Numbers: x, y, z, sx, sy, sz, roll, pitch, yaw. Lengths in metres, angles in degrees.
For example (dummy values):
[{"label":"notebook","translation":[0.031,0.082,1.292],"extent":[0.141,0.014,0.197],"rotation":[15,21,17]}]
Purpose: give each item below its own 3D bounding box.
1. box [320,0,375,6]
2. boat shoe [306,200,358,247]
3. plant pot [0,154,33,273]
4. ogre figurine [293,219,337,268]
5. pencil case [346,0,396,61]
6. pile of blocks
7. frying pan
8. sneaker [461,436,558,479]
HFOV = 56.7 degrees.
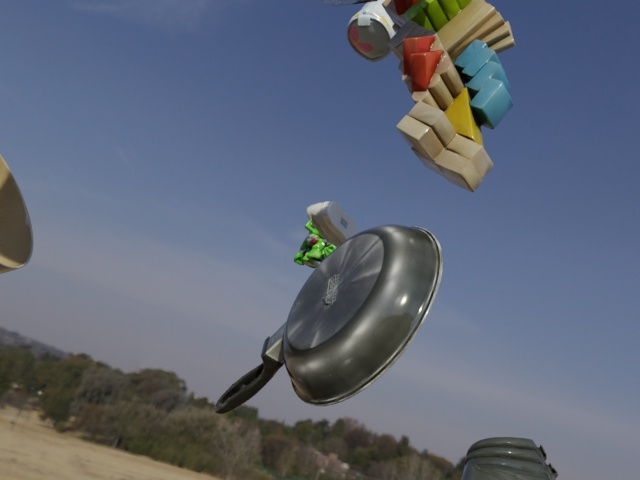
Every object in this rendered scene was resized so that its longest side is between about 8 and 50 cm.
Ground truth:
[{"label":"box","translation":[0.018,-0.466,1.081],"extent":[0.114,0.036,0.207],"rotation":[10,14,-22]},{"label":"boat shoe","translation":[0.026,-0.022,1.202],"extent":[0.063,0.066,0.184],"rotation":[4,-17,26]},{"label":"plant pot","translation":[-0.637,-0.052,0.967],"extent":[0.191,0.284,0.284],"rotation":[-21,-23,-4]},{"label":"ogre figurine","translation":[0.000,0.000,1.445],"extent":[0.097,0.118,0.197],"rotation":[20,-15,-2]},{"label":"pencil case","translation":[0.162,-0.527,1.343],"extent":[0.114,0.273,0.124],"rotation":[22,-31,16]},{"label":"pile of blocks","translation":[0.155,-0.236,0.727],"extent":[0.149,0.361,0.113],"rotation":[-22,-38,25]},{"label":"frying pan","translation":[-0.008,0.075,0.604],"extent":[0.053,0.197,0.326],"rotation":[39,-34,-21]},{"label":"sneaker","translation":[0.309,0.343,0.753],"extent":[0.296,0.146,0.104],"rotation":[22,-49,-4]}]
